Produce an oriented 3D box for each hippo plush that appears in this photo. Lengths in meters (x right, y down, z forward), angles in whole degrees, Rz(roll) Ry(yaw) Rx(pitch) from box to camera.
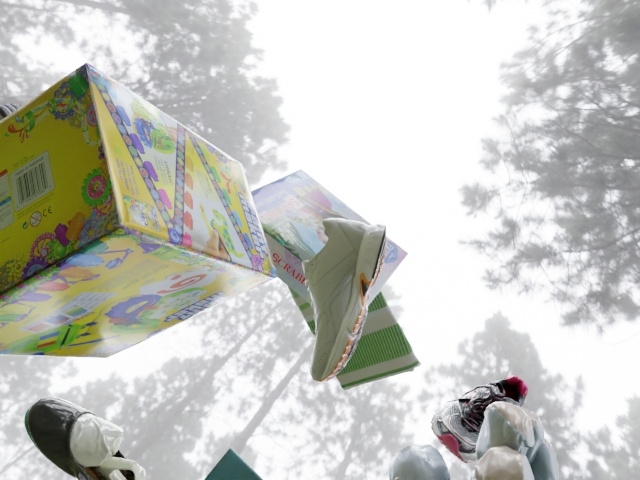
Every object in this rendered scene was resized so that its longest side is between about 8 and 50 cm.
[{"bbox_3d":[0.242,0.399,0.856,0.237,0.234,0.294,-18,-81,29],"label":"hippo plush"}]

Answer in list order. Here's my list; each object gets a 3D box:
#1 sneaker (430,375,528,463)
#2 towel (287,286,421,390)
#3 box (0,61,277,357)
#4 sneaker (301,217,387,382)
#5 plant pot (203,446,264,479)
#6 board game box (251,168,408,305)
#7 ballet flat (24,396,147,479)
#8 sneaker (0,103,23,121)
[{"bbox_3d":[0.341,0.365,1.159,0.121,0.299,0.112,45,-57,25],"label":"sneaker"},{"bbox_3d":[0.075,0.199,1.326,0.248,0.038,0.324,-27,-87,35],"label":"towel"},{"bbox_3d":[-0.255,0.003,0.620,0.290,0.279,0.177,-26,-112,15],"label":"box"},{"bbox_3d":[0.017,0.088,0.856,0.121,0.099,0.262,17,-100,14],"label":"sneaker"},{"bbox_3d":[-0.195,0.691,1.406,0.234,0.165,0.165,36,-24,15],"label":"plant pot"},{"bbox_3d":[0.000,0.000,1.103,0.318,0.319,0.066,39,-61,7],"label":"board game box"},{"bbox_3d":[-0.345,0.343,0.862,0.096,0.095,0.280,-14,-58,14],"label":"ballet flat"},{"bbox_3d":[-0.549,-0.154,1.048,0.223,0.083,0.098,50,-60,7],"label":"sneaker"}]
